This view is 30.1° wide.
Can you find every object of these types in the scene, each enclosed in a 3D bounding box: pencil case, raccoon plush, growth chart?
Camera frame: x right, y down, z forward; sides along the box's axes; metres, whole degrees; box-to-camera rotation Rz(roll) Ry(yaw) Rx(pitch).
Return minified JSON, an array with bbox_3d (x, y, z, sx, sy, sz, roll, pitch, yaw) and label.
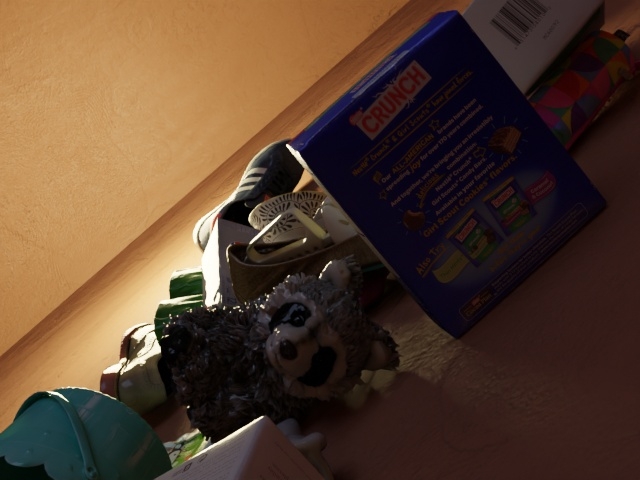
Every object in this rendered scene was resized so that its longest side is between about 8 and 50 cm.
[{"bbox_3d":[0.382,-0.217,1.786,0.236,0.104,0.104,-46,15,-21],"label":"pencil case"},{"bbox_3d":[-0.043,0.114,1.692,0.299,0.216,0.446,-29,16,11],"label":"raccoon plush"},{"bbox_3d":[-0.237,0.346,1.817,0.237,0.021,0.172,-31,16,28],"label":"growth chart"}]

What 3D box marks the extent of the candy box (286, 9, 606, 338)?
[{"bbox_3d":[0.157,-0.086,1.510,0.268,0.317,0.122,-41,14,-4],"label":"candy box"}]

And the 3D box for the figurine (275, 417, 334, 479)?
[{"bbox_3d":[-0.083,0.303,1.438,0.215,0.092,0.209,-41,10,-8],"label":"figurine"}]

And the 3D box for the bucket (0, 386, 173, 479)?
[{"bbox_3d":[-0.348,0.347,1.628,0.281,0.281,0.183,-30,15,34],"label":"bucket"}]

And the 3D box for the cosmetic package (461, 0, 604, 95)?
[{"bbox_3d":[0.330,-0.334,1.874,0.197,0.155,0.365,-51,-8,14],"label":"cosmetic package"}]

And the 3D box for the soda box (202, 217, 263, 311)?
[{"bbox_3d":[-0.149,0.080,2.065,0.286,0.091,0.098,-102,31,-59],"label":"soda box"}]

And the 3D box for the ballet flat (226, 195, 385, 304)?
[{"bbox_3d":[0.000,0.000,1.778,0.342,0.124,0.116,-18,19,28],"label":"ballet flat"}]

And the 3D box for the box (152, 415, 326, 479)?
[{"bbox_3d":[-0.082,0.354,1.008,0.168,0.215,0.345,-33,15,27],"label":"box"}]

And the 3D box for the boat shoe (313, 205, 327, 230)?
[{"bbox_3d":[0.147,-0.080,1.975,0.335,0.121,0.119,-24,11,16],"label":"boat shoe"}]

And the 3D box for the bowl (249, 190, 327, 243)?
[{"bbox_3d":[-0.046,-0.020,2.252,0.170,0.170,0.080,-29,62,36],"label":"bowl"}]

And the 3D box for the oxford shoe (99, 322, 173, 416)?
[{"bbox_3d":[-0.303,0.239,2.189,0.130,0.123,0.348,-11,18,6],"label":"oxford shoe"}]

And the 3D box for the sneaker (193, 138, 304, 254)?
[{"bbox_3d":[-0.127,-0.092,2.673,0.350,0.131,0.148,-51,24,-19],"label":"sneaker"}]

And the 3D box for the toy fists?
[{"bbox_3d":[-0.211,0.124,2.204,0.142,0.096,0.279,-9,19,8],"label":"toy fists"}]

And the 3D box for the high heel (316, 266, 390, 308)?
[{"bbox_3d":[0.001,0.097,1.852,0.244,0.082,0.117,-17,21,34],"label":"high heel"}]
